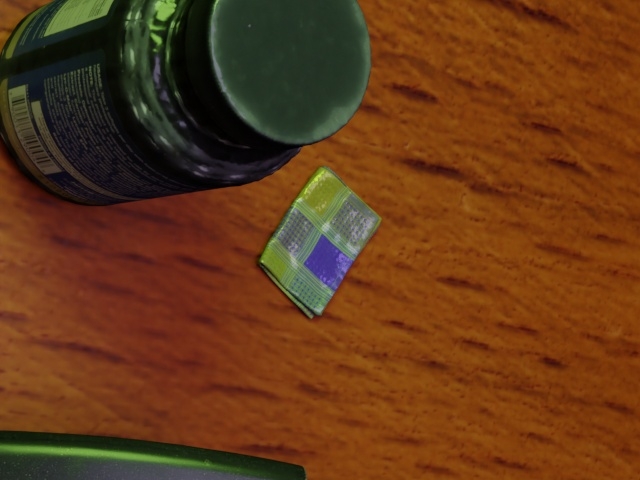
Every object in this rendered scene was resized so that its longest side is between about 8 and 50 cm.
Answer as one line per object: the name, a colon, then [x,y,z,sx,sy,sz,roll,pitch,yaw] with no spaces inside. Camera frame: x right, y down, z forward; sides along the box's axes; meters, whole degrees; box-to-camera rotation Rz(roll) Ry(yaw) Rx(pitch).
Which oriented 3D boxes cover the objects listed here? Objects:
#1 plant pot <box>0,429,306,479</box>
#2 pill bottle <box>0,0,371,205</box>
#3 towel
plant pot: [-0.136,0.181,0.839,0.167,0.188,0.187,20,76,-20]
pill bottle: [-0.075,-0.085,0.861,0.123,0.219,0.123,2,86,-35]
towel: [0.000,0.000,1.036,0.060,0.009,0.083,47,64,-24]
